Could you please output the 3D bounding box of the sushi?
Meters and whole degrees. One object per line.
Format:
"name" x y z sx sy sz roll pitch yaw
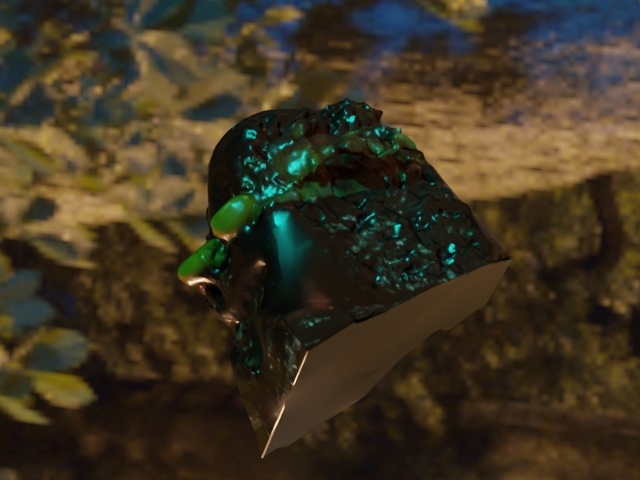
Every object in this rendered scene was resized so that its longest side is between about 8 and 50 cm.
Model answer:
"sushi" 0.000 0.000 1.029 0.172 0.150 0.153 -30 -19 -26
